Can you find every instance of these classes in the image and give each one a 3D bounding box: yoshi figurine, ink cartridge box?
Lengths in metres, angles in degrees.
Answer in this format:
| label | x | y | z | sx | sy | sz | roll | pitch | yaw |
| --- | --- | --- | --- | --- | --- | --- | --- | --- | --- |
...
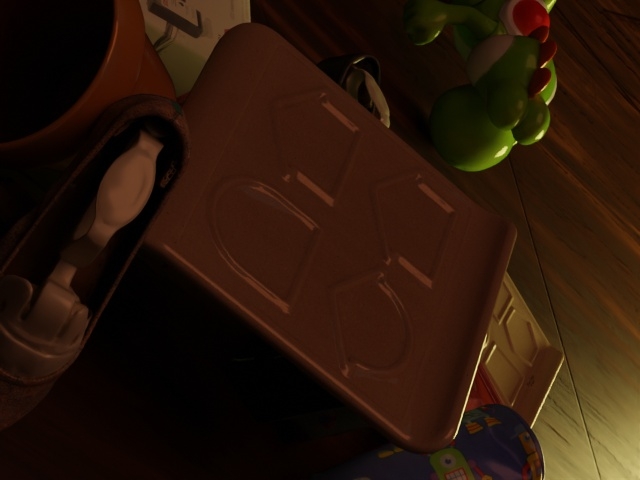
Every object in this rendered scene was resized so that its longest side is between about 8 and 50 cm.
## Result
| label | x | y | z | sx | sy | sz | roll | pitch | yaw |
| --- | --- | --- | --- | --- | --- | --- | --- | --- | --- |
| yoshi figurine | 0.201 | -0.220 | 2.297 | 0.362 | 0.204 | 0.203 | -92 | -175 | -53 |
| ink cartridge box | -0.170 | -0.241 | 1.784 | 0.218 | 0.092 | 0.158 | 28 | 49 | -43 |

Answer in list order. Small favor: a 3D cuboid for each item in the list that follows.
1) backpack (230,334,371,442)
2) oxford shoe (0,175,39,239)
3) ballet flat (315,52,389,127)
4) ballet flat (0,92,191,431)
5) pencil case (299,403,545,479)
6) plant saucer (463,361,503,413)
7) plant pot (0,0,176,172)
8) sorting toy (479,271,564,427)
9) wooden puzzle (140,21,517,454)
| label | x | y | z | sx | sy | sz | roll | pitch | yaw |
| --- | --- | --- | --- | --- | --- | --- | --- | --- | --- |
| backpack | 0.029 | 0.106 | 1.787 | 0.144 | 0.166 | 0.188 | 57 | 37 | -19 |
| oxford shoe | -0.290 | -0.023 | 1.496 | 0.227 | 0.083 | 0.096 | 43 | 19 | -33 |
| ballet flat | 0.029 | -0.099 | 1.984 | 0.095 | 0.096 | 0.280 | 34 | 45 | -42 |
| ballet flat | -0.202 | 0.016 | 1.415 | 0.107 | 0.106 | 0.316 | 31 | 83 | -18 |
| pencil case | 0.077 | 0.257 | 1.710 | 0.306 | 0.119 | 0.133 | -18 | 63 | -33 |
| plant saucer | 0.197 | 0.235 | 1.970 | 0.259 | 0.048 | 0.258 | 62 | 7 | -9 |
| plant pot | -0.224 | -0.141 | 1.564 | 0.188 | 0.205 | 0.205 | 40 | 38 | -61 |
| sorting toy | 0.207 | 0.111 | 2.177 | 0.208 | 0.038 | 0.193 | 54 | 34 | -12 |
| wooden puzzle | 0.000 | 0.000 | 1.643 | 0.348 | 0.080 | 0.322 | 36 | 43 | -13 |
